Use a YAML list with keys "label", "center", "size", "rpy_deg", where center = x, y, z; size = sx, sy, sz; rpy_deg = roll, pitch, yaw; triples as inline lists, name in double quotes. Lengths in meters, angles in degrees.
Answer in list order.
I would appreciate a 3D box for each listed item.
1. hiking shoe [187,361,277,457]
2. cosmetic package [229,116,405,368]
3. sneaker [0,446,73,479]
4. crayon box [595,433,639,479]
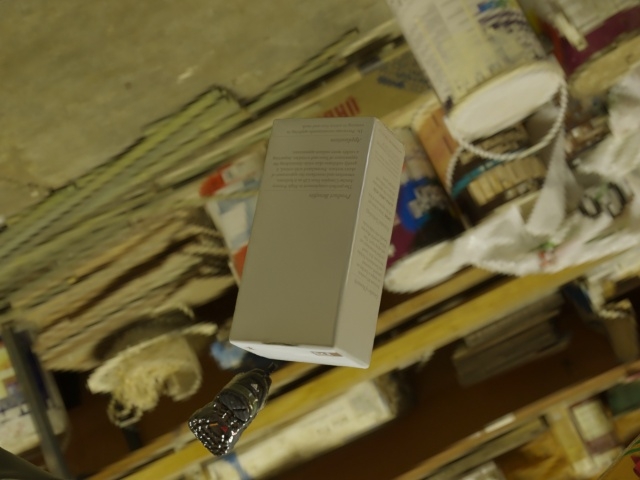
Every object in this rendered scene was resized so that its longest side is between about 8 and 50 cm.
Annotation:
- label: "hiking shoe"
  center: [-0.130, 0.267, 1.738]
  size: [0.114, 0.086, 0.227]
  rpy_deg: [-38, 176, -35]
- label: "cosmetic package"
  center: [0.000, 0.000, 1.055]
  size: [0.117, 0.231, 0.085]
  rpy_deg: [3, 164, 29]
- label: "sneaker"
  center: [-0.382, 0.339, 1.510]
  size: [0.222, 0.118, 0.083]
  rpy_deg: [28, 94, -42]
- label: "crayon box"
  center: [0.384, 0.324, 1.192]
  size: [0.318, 0.202, 0.081]
  rpy_deg: [-42, 162, -17]
